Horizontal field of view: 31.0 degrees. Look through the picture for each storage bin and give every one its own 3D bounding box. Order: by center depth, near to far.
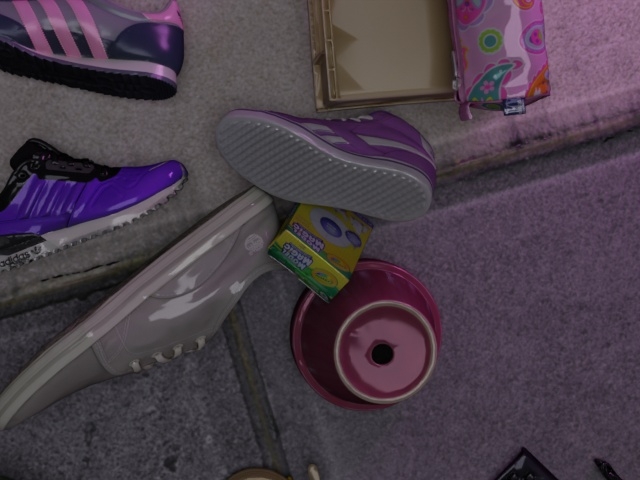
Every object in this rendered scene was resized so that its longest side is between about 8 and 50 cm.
[{"bbox_3d":[0.119,-0.307,1.477,0.262,0.123,0.260,-5,94,-6],"label":"storage bin"}]

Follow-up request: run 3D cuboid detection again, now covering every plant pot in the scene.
[{"bbox_3d":[0.068,0.128,1.470,0.201,0.180,0.201,-1,94,-8],"label":"plant pot"}]

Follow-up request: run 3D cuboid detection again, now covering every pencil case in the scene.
[{"bbox_3d":[0.199,-0.289,1.365,0.124,0.124,0.284,-9,97,-6],"label":"pencil case"}]

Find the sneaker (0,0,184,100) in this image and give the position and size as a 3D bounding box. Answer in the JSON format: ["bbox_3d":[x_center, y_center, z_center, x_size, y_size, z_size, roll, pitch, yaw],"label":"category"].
[{"bbox_3d":[-0.327,-0.270,1.445,0.319,0.112,0.131,13,75,-10],"label":"sneaker"}]

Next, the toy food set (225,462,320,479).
[{"bbox_3d":[-0.084,0.370,1.545,0.192,0.038,0.132,-11,88,-1],"label":"toy food set"}]

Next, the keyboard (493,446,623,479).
[{"bbox_3d":[0.379,0.409,1.603,0.317,0.033,0.201,44,88,-9],"label":"keyboard"}]

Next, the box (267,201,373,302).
[{"bbox_3d":[0.000,0.000,1.456,0.105,0.179,0.043,39,122,-7],"label":"box"}]

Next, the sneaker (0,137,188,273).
[{"bbox_3d":[-0.318,-0.068,1.449,0.293,0.102,0.146,-22,95,-5],"label":"sneaker"}]

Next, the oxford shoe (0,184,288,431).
[{"bbox_3d":[-0.218,0.106,1.446,0.449,0.169,0.130,-37,99,-8],"label":"oxford shoe"}]

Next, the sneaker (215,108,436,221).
[{"bbox_3d":[0.012,-0.121,1.478,0.282,0.161,0.102,20,128,-3],"label":"sneaker"}]

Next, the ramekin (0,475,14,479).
[{"bbox_3d":[-0.448,0.439,1.444,0.303,0.148,0.303,0,94,-7],"label":"ramekin"}]
